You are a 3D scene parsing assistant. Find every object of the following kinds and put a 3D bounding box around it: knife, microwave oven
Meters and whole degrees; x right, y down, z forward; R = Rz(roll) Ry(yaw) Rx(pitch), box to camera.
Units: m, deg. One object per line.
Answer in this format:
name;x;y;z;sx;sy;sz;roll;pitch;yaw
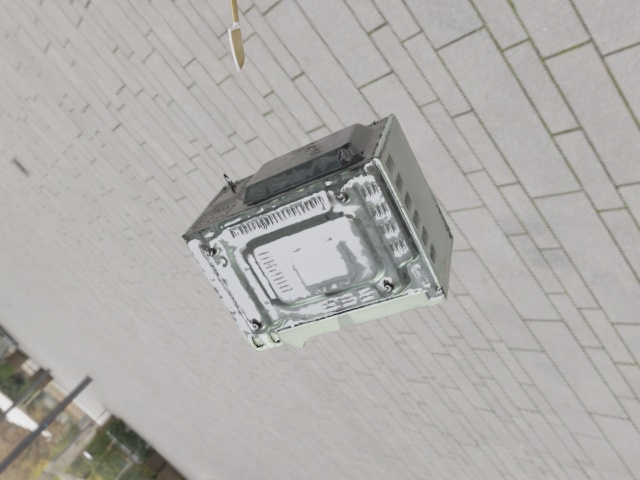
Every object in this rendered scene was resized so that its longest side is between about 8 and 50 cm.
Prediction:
knife;-0.260;-0.635;1.833;0.022;0.046;0.256;26;137;32
microwave oven;0.000;0.000;0.991;0.355;0.218;0.286;-18;114;24
